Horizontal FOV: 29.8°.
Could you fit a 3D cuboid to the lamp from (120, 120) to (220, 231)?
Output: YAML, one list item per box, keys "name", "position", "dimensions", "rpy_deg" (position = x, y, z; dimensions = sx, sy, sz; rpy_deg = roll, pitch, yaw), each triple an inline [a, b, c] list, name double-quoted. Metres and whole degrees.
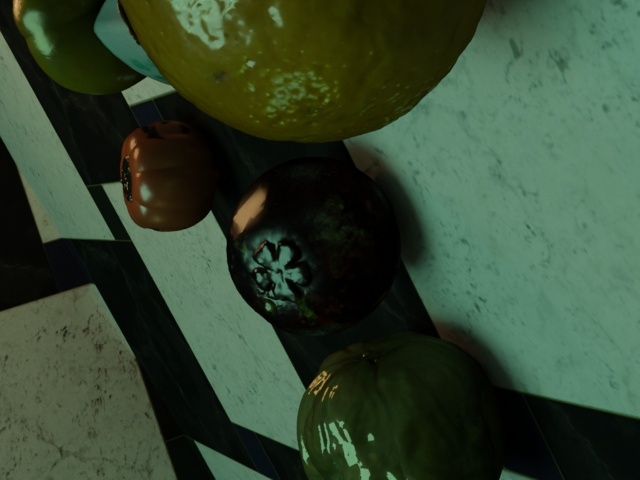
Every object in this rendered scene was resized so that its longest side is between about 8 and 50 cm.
- name: "lamp"
  position: [-0.247, -0.107, 2.005]
  dimensions: [0.187, 0.164, 0.187]
  rpy_deg: [174, 90, -71]

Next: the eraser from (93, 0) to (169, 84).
- name: "eraser"
  position: [-0.176, -0.270, 1.631]
  dimensions: [0.189, 0.104, 0.290]
  rpy_deg: [32, 172, -29]

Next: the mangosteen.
- name: "mangosteen"
  position: [0.000, 0.000, 1.583]
  dimensions: [0.231, 0.231, 0.289]
  rpy_deg: [59, -162, -3]

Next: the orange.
- name: "orange"
  position: [-0.010, -0.255, 1.041]
  dimensions: [0.293, 0.340, 0.340]
  rpy_deg: [-19, 102, 57]

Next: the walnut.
- name: "walnut"
  position: [0.109, 0.262, 1.578]
  dimensions: [0.277, 0.253, 0.282]
  rpy_deg: [62, 160, -5]

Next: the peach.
- name: "peach"
  position: [-0.341, -0.336, 1.786]
  dimensions: [0.153, 0.251, 0.251]
  rpy_deg: [-9, 112, 46]
